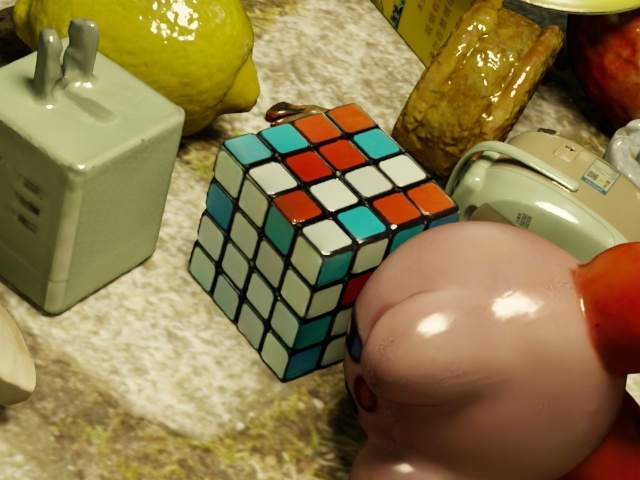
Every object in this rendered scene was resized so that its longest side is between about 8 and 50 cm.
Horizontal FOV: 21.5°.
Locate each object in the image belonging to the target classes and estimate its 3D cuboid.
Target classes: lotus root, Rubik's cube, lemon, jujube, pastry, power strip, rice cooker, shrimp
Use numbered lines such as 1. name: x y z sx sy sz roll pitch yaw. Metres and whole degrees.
1. lotus root: -0.287 -0.207 1.654 0.099 0.049 0.054 -4 46 -15
2. Rubik's cube: 0.000 0.000 1.441 0.151 0.154 0.155 -20 52 -35
3. lemon: -0.169 -0.190 1.573 0.248 0.184 0.184 20 40 1
4. jujube: 0.345 -0.216 1.800 0.190 0.190 0.255 8 23 -12
5. pastry: 0.152 -0.148 1.641 0.103 0.188 0.188 32 42 4
6. power strip: -0.208 -0.078 1.399 0.140 0.224 0.139 37 44 20
7. rice cooker: 0.214 -0.014 1.537 0.206 0.145 0.127 38 52 12
8. shrimp: -0.014 -0.094 1.636 0.124 0.034 0.178 34 41 23

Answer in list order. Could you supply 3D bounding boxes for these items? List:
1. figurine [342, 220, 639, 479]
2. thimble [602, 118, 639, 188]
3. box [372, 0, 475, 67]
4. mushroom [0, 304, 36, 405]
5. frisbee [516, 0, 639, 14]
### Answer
1. figurine: 0.142 0.092 1.339 0.261 0.269 0.211 -4 37 -7
2. thimble: 0.332 -0.041 1.634 0.151 0.118 0.127 -13 49 -30
3. box: 0.097 -0.312 1.827 0.041 0.153 0.279 -11 48 -29
4. mushroom: -0.320 0.045 1.326 0.108 0.096 0.247 -34 55 -13
5. frisbee: 0.243 -0.299 1.711 0.236 0.017 0.236 5 40 -4
